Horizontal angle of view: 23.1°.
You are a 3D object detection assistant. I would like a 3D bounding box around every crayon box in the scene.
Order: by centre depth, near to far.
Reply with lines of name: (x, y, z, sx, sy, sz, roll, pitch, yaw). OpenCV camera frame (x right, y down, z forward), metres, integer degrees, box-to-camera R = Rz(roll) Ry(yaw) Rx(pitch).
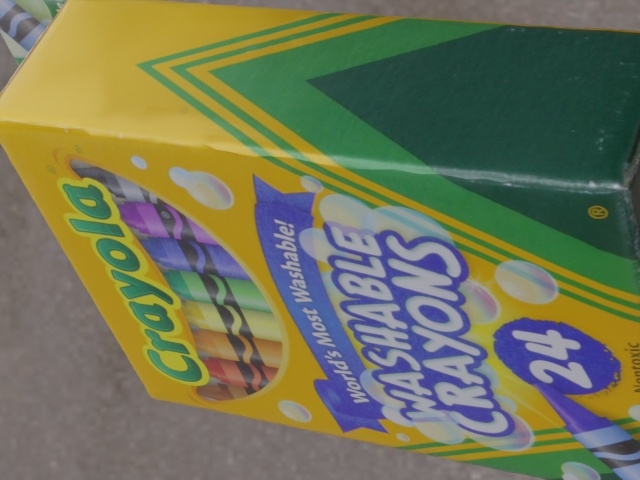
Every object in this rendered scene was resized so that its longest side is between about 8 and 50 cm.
crayon box: (0.000, 0.000, 0.677, 0.322, 0.203, 0.083, 9, 53, 27)
